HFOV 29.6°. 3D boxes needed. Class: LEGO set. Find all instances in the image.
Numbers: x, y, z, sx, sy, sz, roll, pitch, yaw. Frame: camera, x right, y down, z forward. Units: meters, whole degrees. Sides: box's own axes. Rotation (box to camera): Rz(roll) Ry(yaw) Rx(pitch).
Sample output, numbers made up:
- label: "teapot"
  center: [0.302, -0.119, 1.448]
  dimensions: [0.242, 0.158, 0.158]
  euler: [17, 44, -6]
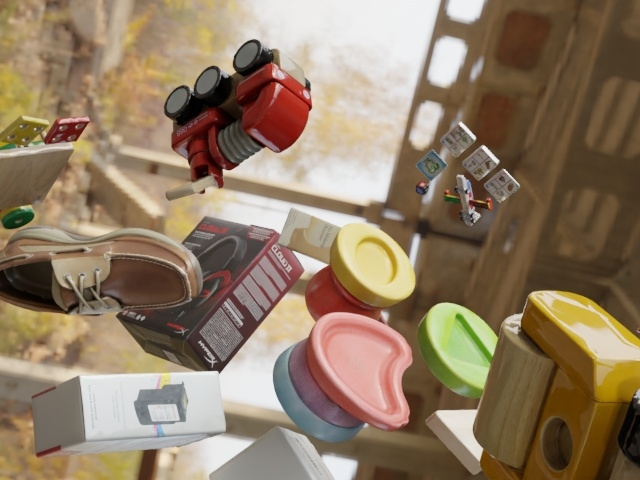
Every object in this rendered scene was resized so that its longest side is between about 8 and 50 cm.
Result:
- label: "LEGO set"
  center: [0.300, -0.133, 2.534]
  dimensions: [0.060, 0.182, 0.244]
  euler: [-44, 180, -36]

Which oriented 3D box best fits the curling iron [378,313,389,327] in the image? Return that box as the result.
- label: "curling iron"
  center: [0.095, 0.123, 2.348]
  dimensions: [0.068, 0.035, 0.274]
  euler: [51, 9, -45]

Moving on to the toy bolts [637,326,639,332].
- label: "toy bolts"
  center: [0.564, 0.103, 1.712]
  dimensions: [0.218, 0.158, 0.228]
  euler: [-46, 164, -40]

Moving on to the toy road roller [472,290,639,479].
- label: "toy road roller"
  center: [0.325, 0.202, 1.185]
  dimensions: [0.329, 0.241, 0.202]
  euler: [47, -51, 56]

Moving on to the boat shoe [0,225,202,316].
- label: "boat shoe"
  center: [-0.311, 0.057, 1.631]
  dimensions: [0.116, 0.324, 0.123]
  euler: [-50, 134, -52]

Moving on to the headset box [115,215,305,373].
- label: "headset box"
  center: [-0.187, 0.083, 2.162]
  dimensions: [0.218, 0.110, 0.293]
  euler: [13, -125, 47]

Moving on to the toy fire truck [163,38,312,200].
- label: "toy fire truck"
  center: [-0.130, -0.146, 1.742]
  dimensions: [0.217, 0.158, 0.246]
  euler: [-28, -131, 28]

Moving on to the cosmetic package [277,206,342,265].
- label: "cosmetic package"
  center: [0.000, 0.000, 1.756]
  dimensions: [0.041, 0.115, 0.060]
  euler: [114, -3, -87]

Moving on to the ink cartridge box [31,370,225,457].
- label: "ink cartridge box"
  center: [-0.213, 0.192, 1.342]
  dimensions: [0.127, 0.175, 0.072]
  euler: [-25, -112, 49]

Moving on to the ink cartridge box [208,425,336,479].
- label: "ink cartridge box"
  center: [-0.027, 0.360, 1.594]
  dimensions: [0.197, 0.114, 0.273]
  euler: [55, -1, 13]

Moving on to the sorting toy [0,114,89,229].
- label: "sorting toy"
  center: [-0.401, -0.097, 1.557]
  dimensions: [0.274, 0.132, 0.046]
  euler: [-46, -115, 46]

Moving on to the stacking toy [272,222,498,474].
- label: "stacking toy"
  center: [0.079, 0.160, 1.498]
  dimensions: [0.130, 0.279, 0.309]
  euler: [-47, -167, 35]
